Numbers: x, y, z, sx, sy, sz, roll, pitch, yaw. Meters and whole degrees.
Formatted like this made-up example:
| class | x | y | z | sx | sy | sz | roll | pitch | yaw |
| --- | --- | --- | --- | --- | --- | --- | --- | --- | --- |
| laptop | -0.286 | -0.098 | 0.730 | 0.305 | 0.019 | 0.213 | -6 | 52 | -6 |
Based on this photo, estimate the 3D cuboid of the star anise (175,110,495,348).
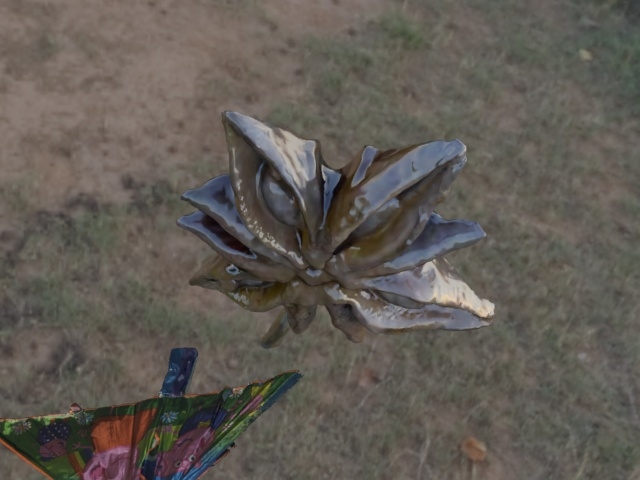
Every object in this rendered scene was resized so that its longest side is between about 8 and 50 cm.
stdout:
| class | x | y | z | sx | sy | sz | roll | pitch | yaw |
| --- | --- | --- | --- | --- | --- | --- | --- | --- | --- |
| star anise | 0.001 | 0.002 | 0.860 | 0.292 | 0.349 | 0.109 | 7 | 56 | 25 |

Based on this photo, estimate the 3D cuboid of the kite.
| class | x | y | z | sx | sy | sz | roll | pitch | yaw |
| --- | --- | --- | --- | --- | --- | --- | --- | --- | --- |
| kite | -0.163 | 0.193 | 0.934 | 0.321 | 0.234 | 0.016 | -3 | 33 | -36 |
